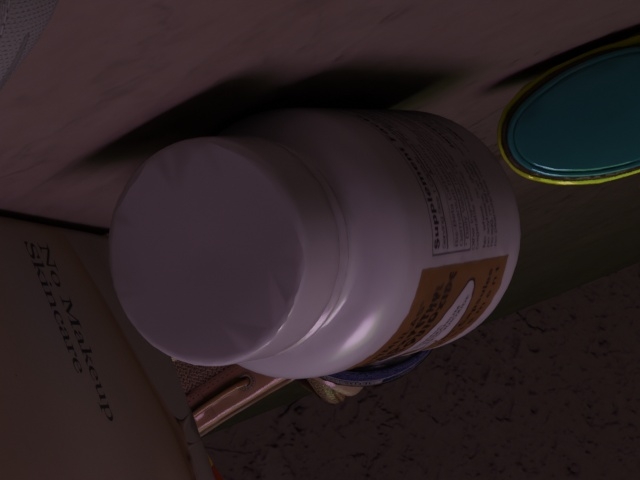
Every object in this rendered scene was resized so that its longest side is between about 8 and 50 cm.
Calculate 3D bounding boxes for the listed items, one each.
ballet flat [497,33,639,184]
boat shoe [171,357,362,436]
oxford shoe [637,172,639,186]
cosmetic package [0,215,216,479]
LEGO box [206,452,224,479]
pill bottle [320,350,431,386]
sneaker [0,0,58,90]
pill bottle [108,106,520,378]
[{"bbox_3d":[0.208,-0.095,1.136,0.231,0.077,0.077,-24,-171,-2],"label":"ballet flat"},{"bbox_3d":[0.001,0.073,1.501,0.341,0.110,0.121,-22,172,-2],"label":"boat shoe"},{"bbox_3d":[0.359,-0.120,1.226,0.130,0.169,0.449,31,151,-26],"label":"oxford shoe"},{"bbox_3d":[-0.164,0.079,0.924,0.113,0.160,0.309,-24,173,11],"label":"cosmetic package"},{"bbox_3d":[-0.335,0.292,1.207,0.372,0.193,0.500,-28,-172,41],"label":"LEGO box"},{"bbox_3d":[0.025,0.025,1.217,0.123,0.123,0.219,-22,172,-3],"label":"pill bottle"},{"bbox_3d":[-0.161,-0.016,0.535,0.108,0.100,0.271,-22,174,-45],"label":"sneaker"},{"bbox_3d":[0.000,0.000,0.953,0.131,0.131,0.229,-27,171,25],"label":"pill bottle"}]
